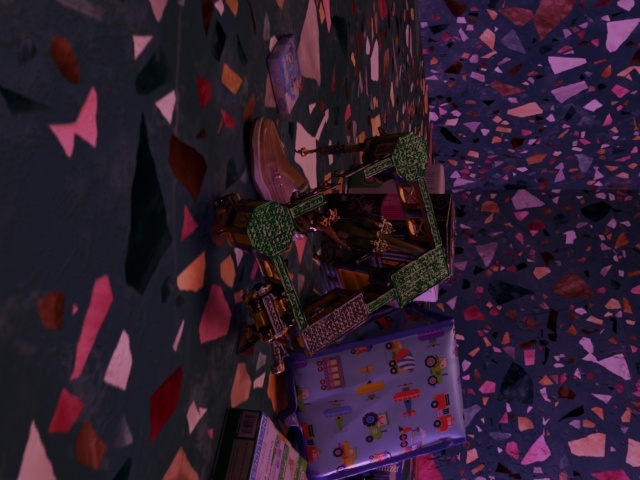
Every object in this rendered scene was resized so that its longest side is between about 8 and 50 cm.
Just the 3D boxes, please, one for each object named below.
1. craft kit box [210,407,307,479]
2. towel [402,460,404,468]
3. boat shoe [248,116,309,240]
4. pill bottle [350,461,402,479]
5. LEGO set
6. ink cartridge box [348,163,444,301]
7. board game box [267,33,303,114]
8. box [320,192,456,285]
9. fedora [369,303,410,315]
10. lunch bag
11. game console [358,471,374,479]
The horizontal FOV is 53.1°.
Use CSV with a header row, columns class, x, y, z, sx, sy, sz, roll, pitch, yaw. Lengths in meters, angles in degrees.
class,x,y,z,sx,sy,sz,roll,pitch,yaw
craft kit box,-0.087,0.379,0.837,0.247,0.060,0.250,66,29,-53
towel,0.204,0.491,1.790,0.235,0.121,0.284,-53,142,-64
boat shoe,-0.050,-0.083,0.894,0.068,0.072,0.190,-69,156,-51
pill bottle,0.138,0.506,1.544,0.123,0.122,0.219,51,42,-67
LEGO set,0.000,0.000,0.848,0.331,0.192,0.255,-37,113,-26
ink cartridge box,0.164,-0.019,1.434,0.121,0.211,0.289,61,35,-64
board game box,-0.052,-0.254,0.976,0.090,0.020,0.090,-70,156,-46
box,0.140,0.001,1.269,0.142,0.247,0.163,36,57,-70
fedora,0.072,0.204,1.187,0.124,0.243,0.276,-145,-132,-73
lunch bag,0.073,0.251,1.037,0.138,0.293,0.221,18,-61,64
game console,0.082,0.472,1.430,0.122,0.071,0.107,52,42,-68
